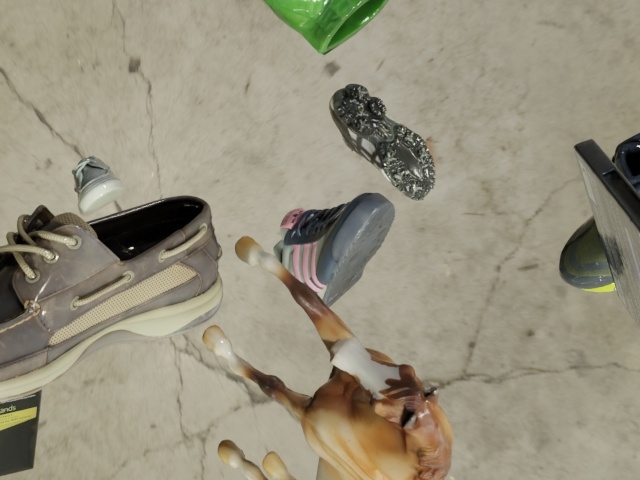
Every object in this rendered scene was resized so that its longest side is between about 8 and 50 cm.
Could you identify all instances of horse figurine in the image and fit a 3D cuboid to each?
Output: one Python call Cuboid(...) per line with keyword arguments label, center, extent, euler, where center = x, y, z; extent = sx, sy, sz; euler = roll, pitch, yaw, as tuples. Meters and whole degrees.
Cuboid(label="horse figurine", center=(0.008, 0.120, 0.549), extent=(0.066, 0.174, 0.263), euler=(-27, 133, -31))

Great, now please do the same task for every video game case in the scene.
Cuboid(label="video game case", center=(0.308, 0.045, 0.981), extent=(0.026, 0.274, 0.196), euler=(-22, 119, 5))

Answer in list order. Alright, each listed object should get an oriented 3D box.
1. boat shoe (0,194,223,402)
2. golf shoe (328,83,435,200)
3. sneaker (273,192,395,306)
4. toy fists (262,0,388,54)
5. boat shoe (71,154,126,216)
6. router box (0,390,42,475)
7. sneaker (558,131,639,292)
Cuboid(label="boat shoe", center=(-0.232, 0.032, 0.918), extent=(0.355, 0.132, 0.130), euler=(-19, 123, -47))
Cuboid(label="golf shoe", center=(0.087, -0.140, 1.522), extent=(0.077, 0.094, 0.198), euler=(-42, 104, -13))
Cuboid(label="sneaker", center=(0.000, 0.000, 1.417), extent=(0.112, 0.319, 0.131), euler=(-39, 80, -26))
Cuboid(label="toy fists", center=(0.037, -0.299, 1.018), extent=(0.142, 0.096, 0.279), euler=(44, 59, 5))
Cuboid(label="boat shoe", center=(-0.360, -0.090, 1.685), extent=(0.079, 0.227, 0.081), euler=(-33, 96, -9))
Cuboid(label="router box", center=(-0.558, 0.251, 1.516), extent=(0.308, 0.081, 0.243), euler=(-8, 131, -32))
Cuboid(label="sneaker", center=(0.347, -0.054, 1.153), extent=(0.121, 0.300, 0.111), euler=(13, 44, -28))
